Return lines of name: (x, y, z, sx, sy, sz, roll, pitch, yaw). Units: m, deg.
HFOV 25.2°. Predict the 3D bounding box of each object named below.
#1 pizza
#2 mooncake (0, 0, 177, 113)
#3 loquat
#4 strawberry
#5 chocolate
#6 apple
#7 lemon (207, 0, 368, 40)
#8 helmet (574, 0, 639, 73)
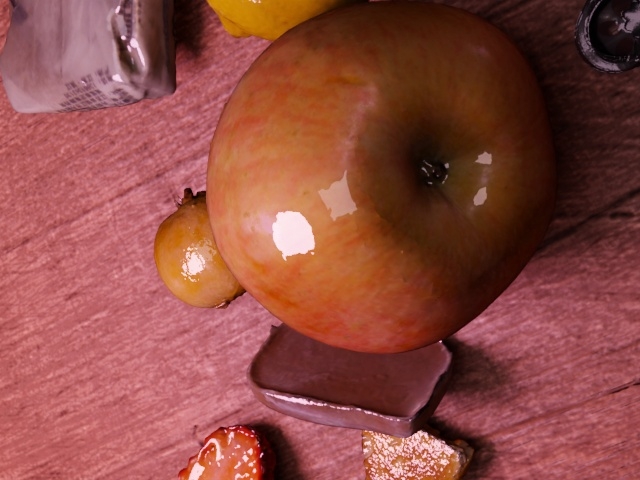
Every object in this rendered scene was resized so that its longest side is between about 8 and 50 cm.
pizza: (0.094, 0.270, 1.809, 0.176, 0.036, 0.185, 49, 123, 20)
mooncake: (-0.290, -0.290, 1.831, 0.254, 0.136, 0.250, 3, 99, 32)
loquat: (-0.139, 0.010, 1.814, 0.163, 0.137, 0.163, 27, 123, 51)
strawberry: (-0.113, 0.365, 1.904, 0.190, 0.111, 0.237, 16, 84, 34)
chocolate: (0.040, 0.178, 1.766, 0.261, 0.161, 0.083, 9, 130, 29)
apple: (0.072, -0.072, 1.553, 0.391, 0.346, 0.391, 0, 91, -12)
lemon: (-0.026, -0.352, 1.634, 0.263, 0.236, 0.236, -24, 89, 12)
helmet: (0.343, -0.240, 1.559, 0.123, 0.070, 0.098, -42, 74, 34)
